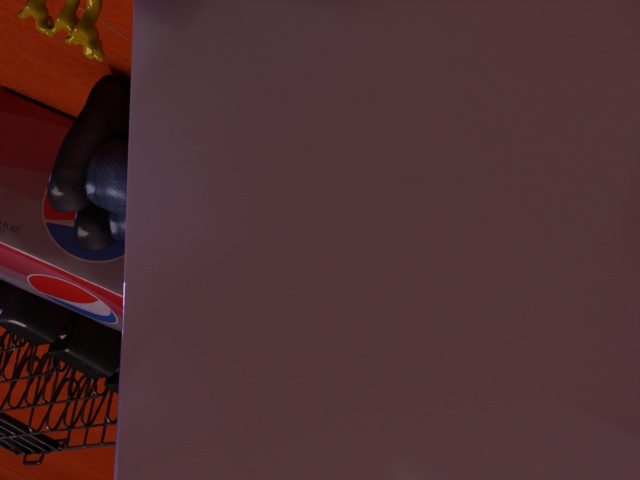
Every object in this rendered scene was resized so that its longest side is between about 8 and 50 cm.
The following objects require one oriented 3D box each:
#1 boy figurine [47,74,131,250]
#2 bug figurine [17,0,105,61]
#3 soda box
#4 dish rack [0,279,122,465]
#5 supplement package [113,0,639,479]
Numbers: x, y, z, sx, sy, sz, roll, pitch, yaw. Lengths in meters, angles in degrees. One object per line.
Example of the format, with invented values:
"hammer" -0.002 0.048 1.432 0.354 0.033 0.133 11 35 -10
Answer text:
"boy figurine" 0.000 0.000 1.020 0.285 0.092 0.177 17 161 18
"bug figurine" -0.078 -0.131 0.769 0.216 0.072 0.279 21 168 28
"soda box" -0.090 0.011 1.163 0.263 0.092 0.083 23 161 2
"dish rack" -0.211 0.088 1.409 0.208 0.074 0.271 36 148 -33
"supplement package" 0.068 0.035 0.708 0.199 0.198 0.263 -4 165 17
